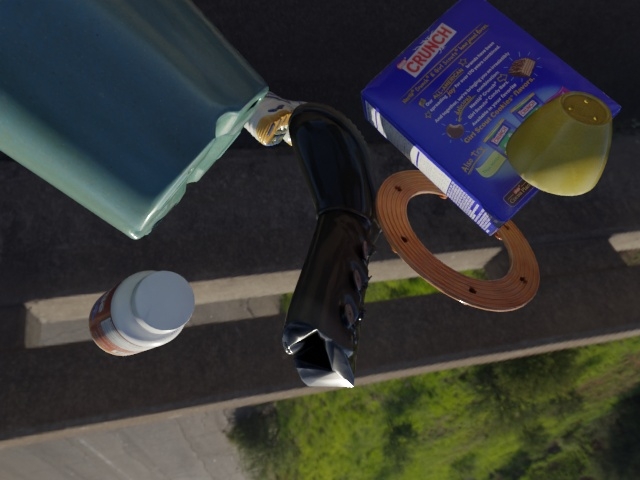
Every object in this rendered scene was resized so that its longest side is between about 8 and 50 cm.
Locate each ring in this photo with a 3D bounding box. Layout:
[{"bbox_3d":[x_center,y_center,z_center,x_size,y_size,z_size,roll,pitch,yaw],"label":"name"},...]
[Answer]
[{"bbox_3d":[0.248,-0.006,0.952,0.336,0.337,0.032,4,137,-29],"label":"ring"}]

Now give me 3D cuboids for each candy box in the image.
[{"bbox_3d":[0.270,-0.215,0.876,0.268,0.317,0.122,-43,168,-3],"label":"candy box"}]

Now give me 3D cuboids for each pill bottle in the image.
[{"bbox_3d":[-0.291,0.117,0.849,0.121,0.121,0.216,11,157,-35],"label":"pill bottle"}]

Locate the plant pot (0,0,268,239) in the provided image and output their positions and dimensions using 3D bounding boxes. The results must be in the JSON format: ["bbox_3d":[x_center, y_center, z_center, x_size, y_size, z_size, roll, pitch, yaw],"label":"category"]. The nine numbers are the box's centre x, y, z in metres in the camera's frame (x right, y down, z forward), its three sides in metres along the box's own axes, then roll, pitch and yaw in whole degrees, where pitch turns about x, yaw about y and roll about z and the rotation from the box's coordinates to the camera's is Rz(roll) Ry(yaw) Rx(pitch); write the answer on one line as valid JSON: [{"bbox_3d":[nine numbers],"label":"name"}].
[{"bbox_3d":[-0.264,-0.201,0.615,0.334,0.341,0.341,40,121,-11],"label":"plant pot"}]

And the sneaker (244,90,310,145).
[{"bbox_3d":[-0.096,-0.291,1.170,0.112,0.131,0.296,-55,170,18],"label":"sneaker"}]

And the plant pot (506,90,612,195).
[{"bbox_3d":[0.336,-0.142,0.703,0.134,0.134,0.095,-9,147,-14],"label":"plant pot"}]

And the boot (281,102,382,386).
[{"bbox_3d":[0.001,0.001,0.997,0.146,0.446,0.367,-10,131,32],"label":"boot"}]
